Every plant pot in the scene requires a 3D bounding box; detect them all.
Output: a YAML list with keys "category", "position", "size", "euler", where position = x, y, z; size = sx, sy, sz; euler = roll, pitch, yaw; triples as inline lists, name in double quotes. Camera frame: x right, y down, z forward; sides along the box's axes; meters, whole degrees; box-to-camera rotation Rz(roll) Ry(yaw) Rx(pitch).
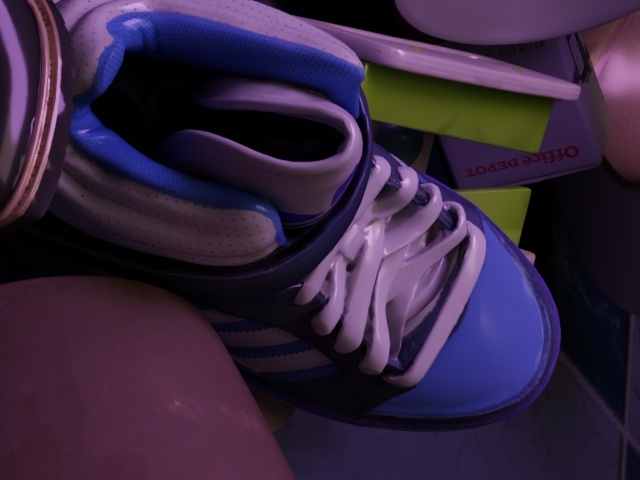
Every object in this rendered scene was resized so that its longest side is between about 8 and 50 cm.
- category: "plant pot"
  position: [-0.092, 0.143, 0.662]
  size: [0.263, 0.263, 0.229]
  euler: [34, 36, -52]

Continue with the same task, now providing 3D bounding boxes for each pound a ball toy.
- category: "pound a ball toy"
  position: [0.014, -0.017, 1.018]
  size: [0.319, 0.136, 0.208]
  euler: [-2, 108, -61]

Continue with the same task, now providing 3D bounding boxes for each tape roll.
- category: "tape roll"
  position: [0.248, -0.140, 1.243]
  size: [0.392, 0.072, 0.392]
  euler: [177, -90, -77]

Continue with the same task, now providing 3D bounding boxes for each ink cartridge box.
- category: "ink cartridge box"
  position: [0.129, -0.119, 1.238]
  size: [0.150, 0.109, 0.063]
  euler: [68, 27, -21]

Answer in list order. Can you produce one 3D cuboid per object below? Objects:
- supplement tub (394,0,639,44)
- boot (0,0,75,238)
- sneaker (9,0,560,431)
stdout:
- category: "supplement tub"
  position: [0.112, -0.309, 1.094]
  size: [0.235, 0.235, 0.325]
  euler: [22, 52, -57]
- category: "boot"
  position: [-0.159, -0.102, 0.600]
  size: [0.137, 0.077, 0.198]
  euler: [27, 43, -58]
- category: "sneaker"
  position: [0.000, -0.001, 0.747]
  size: [0.323, 0.236, 0.130]
  euler: [30, 82, -16]
